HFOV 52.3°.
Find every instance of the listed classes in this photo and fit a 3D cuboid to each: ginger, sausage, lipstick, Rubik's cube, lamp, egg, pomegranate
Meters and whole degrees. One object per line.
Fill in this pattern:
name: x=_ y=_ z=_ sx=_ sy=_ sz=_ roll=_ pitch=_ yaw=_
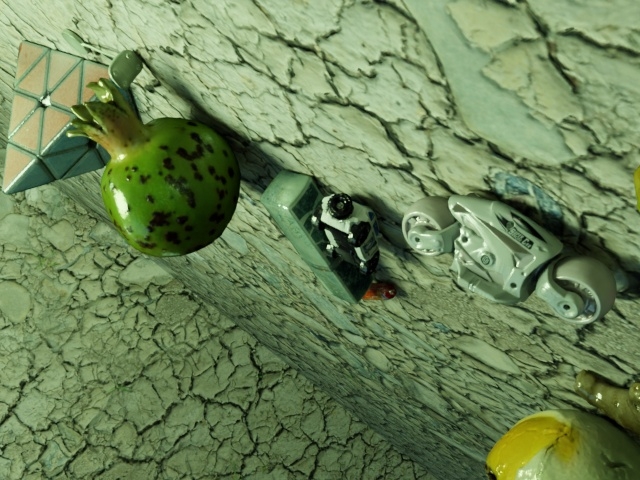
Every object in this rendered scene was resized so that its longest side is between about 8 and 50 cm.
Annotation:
ginger: x=0.475 y=0.237 z=0.843 sx=0.166 sy=0.080 sz=0.333 roll=47 pitch=159 yaw=0
sausage: x=0.104 y=0.096 z=1.224 sx=0.034 sy=0.034 sz=0.129 roll=41 pitch=162 yaw=-18
lipstick: x=0.000 y=0.000 z=1.086 sx=0.076 sy=0.077 sz=0.290 roll=20 pitch=157 yaw=40
Rubik's cube: x=-0.456 y=-0.229 z=1.203 sx=0.233 sy=0.228 sz=0.229 roll=0 pitch=118 yaw=-6
lamp: x=-0.357 y=-0.289 z=1.030 sx=0.198 sy=0.056 sz=0.050 roll=26 pitch=164 yaw=35
egg: x=0.456 y=0.402 z=1.110 sx=0.337 sy=0.201 sz=0.337 roll=30 pitch=-172 yaw=-5
pomegranate: x=-0.267 y=-0.094 z=1.020 sx=0.286 sy=0.231 sz=0.231 roll=20 pitch=175 yaw=-40

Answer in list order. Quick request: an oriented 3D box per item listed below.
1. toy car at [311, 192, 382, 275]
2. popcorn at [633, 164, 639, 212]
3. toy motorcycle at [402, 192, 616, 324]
toy car: x=0.045 y=-0.016 z=0.975 sx=0.080 sy=0.070 sz=0.171 roll=27 pitch=163 yaw=24
popcorn: x=0.289 y=-0.033 z=0.375 sx=0.197 sy=0.156 sz=0.197 roll=14 pitch=168 yaw=3
toy motorcycle: x=0.205 y=0.007 z=0.733 sx=0.254 sy=0.112 sz=0.112 roll=26 pitch=161 yaw=31
